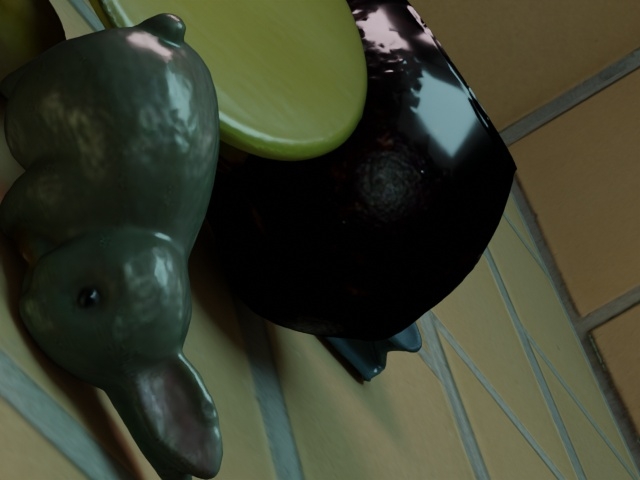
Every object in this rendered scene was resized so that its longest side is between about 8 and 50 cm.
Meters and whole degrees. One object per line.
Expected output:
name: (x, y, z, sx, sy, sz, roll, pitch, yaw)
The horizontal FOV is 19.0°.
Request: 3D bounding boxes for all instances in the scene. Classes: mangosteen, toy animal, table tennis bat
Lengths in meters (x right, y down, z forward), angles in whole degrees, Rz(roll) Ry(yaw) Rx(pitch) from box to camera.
mangosteen: (-0.001, -0.072, 1.384, 0.287, 0.233, 0.287, 55, 10, -16)
toy animal: (-0.108, 0.010, 1.027, 0.127, 0.125, 0.251, 102, -20, -67)
table tennis bat: (-0.109, -0.191, 1.181, 0.368, 0.054, 0.224, 41, 38, -19)

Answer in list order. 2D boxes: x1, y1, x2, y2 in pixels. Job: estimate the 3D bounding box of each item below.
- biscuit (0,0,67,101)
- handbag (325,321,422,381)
biscuit: (-0.253, -0.223, 1.125, 0.291, 0.062, 0.237, 47, 15, -51)
handbag: (0.000, 0.000, 1.666, 0.179, 0.062, 0.229, 45, 17, -40)
